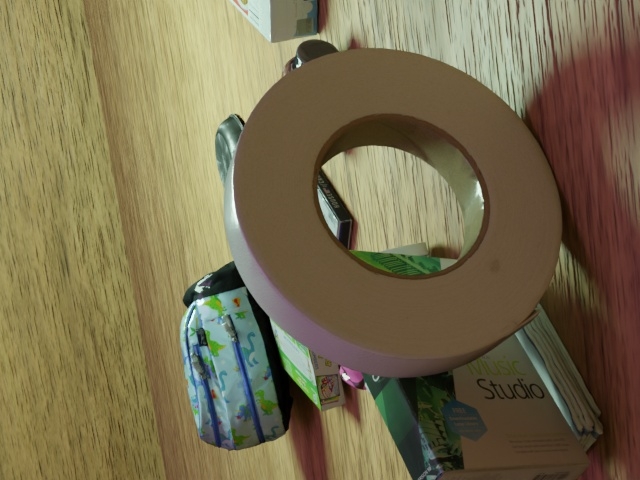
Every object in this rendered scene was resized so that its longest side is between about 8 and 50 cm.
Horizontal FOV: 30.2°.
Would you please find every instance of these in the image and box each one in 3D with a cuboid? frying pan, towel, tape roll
[{"bbox_3d":[-0.158,-0.151,2.443,0.326,0.053,0.197,-144,44,-66],"label":"frying pan"},{"bbox_3d":[0.263,0.219,1.529,0.285,0.034,0.209,106,147,-53],"label":"towel"},{"bbox_3d":[0.085,-0.037,1.348,0.072,0.392,0.392,121,133,-62],"label":"tape roll"}]

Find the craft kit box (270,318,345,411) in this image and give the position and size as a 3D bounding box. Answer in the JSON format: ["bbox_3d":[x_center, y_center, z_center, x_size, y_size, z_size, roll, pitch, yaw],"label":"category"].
[{"bbox_3d":[-0.040,0.163,2.236,0.250,0.061,0.246,-143,41,-65],"label":"craft kit box"}]

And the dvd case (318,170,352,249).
[{"bbox_3d":[0.000,0.000,2.119,0.179,0.029,0.238,-121,27,-42],"label":"dvd case"}]

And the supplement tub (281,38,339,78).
[{"bbox_3d":[-0.017,-0.228,1.921,0.198,0.106,0.106,102,149,-49],"label":"supplement tub"}]

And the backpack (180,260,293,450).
[{"bbox_3d":[-0.175,0.253,2.458,0.355,0.273,0.290,61,170,6],"label":"backpack"}]

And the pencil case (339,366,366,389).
[{"bbox_3d":[0.076,0.144,1.916,0.098,0.095,0.209,35,138,40],"label":"pencil case"}]

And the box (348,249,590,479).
[{"bbox_3d":[0.151,0.148,1.401,0.058,0.232,0.322,-56,45,33],"label":"box"}]

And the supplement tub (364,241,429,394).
[{"bbox_3d":[0.115,0.113,1.704,0.144,0.144,0.199,159,98,-70],"label":"supplement tub"}]

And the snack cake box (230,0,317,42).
[{"bbox_3d":[-0.093,-0.457,2.018,0.264,0.089,0.152,-128,30,-50],"label":"snack cake box"}]
